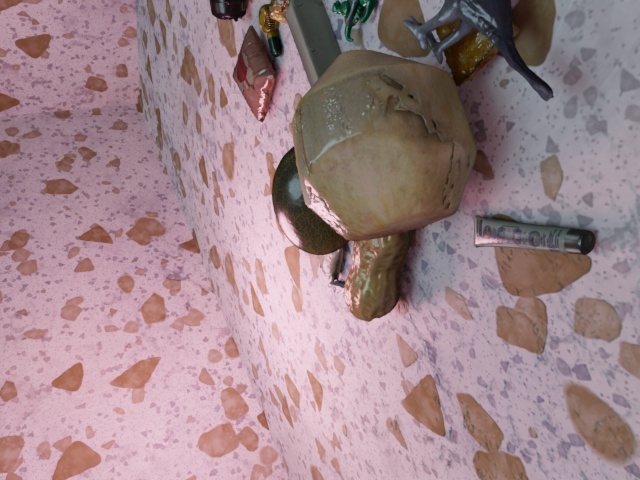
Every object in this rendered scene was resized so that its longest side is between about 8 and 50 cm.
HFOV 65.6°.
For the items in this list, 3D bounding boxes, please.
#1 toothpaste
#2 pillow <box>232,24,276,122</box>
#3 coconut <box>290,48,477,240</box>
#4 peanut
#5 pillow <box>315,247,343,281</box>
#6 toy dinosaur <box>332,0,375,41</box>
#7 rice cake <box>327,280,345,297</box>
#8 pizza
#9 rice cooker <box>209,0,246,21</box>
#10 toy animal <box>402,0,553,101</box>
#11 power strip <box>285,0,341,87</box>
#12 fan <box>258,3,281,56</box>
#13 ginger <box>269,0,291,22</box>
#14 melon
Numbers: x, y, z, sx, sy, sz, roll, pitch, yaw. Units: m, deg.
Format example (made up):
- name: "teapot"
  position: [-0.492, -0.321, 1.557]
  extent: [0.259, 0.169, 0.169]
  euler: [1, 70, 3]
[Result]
- name: "toothpaste"
  position: [0.342, -0.007, 0.839]
  extent: [0.239, 0.039, 0.062]
  euler: [11, 108, 63]
- name: "pillow"
  position: [-0.213, -0.532, 1.607]
  extent: [0.236, 0.084, 0.223]
  euler: [62, 148, 21]
- name: "coconut"
  position: [0.108, -0.182, 0.908]
  extent: [0.352, 0.352, 0.353]
  euler: [37, 134, 51]
- name: "peanut"
  position: [0.135, 0.066, 1.171]
  extent: [0.149, 0.149, 0.313]
  euler: [45, 134, 45]
- name: "pillow"
  position: [0.000, 0.000, 1.496]
  extent: [0.230, 0.050, 0.148]
  euler: [53, 139, 38]
- name: "toy dinosaur"
  position: [0.077, -0.508, 1.094]
  extent: [0.096, 0.059, 0.132]
  euler: [46, 133, 36]
- name: "rice cake"
  position: [0.073, 0.145, 1.428]
  extent: [0.180, 0.042, 0.031]
  euler: [11, 115, 62]
- name: "pizza"
  position: [0.257, -0.330, 0.841]
  extent: [0.178, 0.041, 0.131]
  euler: [18, 112, 57]
- name: "rice cooker"
  position: [-0.306, -0.783, 1.634]
  extent: [0.165, 0.112, 0.107]
  euler: [49, 148, 46]
- name: "toy animal"
  position: [0.228, -0.358, 0.768]
  extent: [0.205, 0.081, 0.367]
  euler: [-16, 75, 48]
- name: "power strip"
  position: [0.014, -0.413, 1.219]
  extent: [0.062, 0.091, 0.386]
  euler: [-35, 71, 63]
- name: "fan"
  position: [-0.148, -0.627, 1.484]
  extent: [0.082, 0.039, 0.155]
  euler: [-11, 94, 63]
- name: "ginger"
  position: [-0.074, -0.666, 1.281]
  extent: [0.115, 0.081, 0.206]
  euler: [33, 126, 36]
- name: "melon"
  position: [-0.001, -0.104, 1.235]
  extent: [0.237, 0.237, 0.302]
  euler: [50, 153, 41]
